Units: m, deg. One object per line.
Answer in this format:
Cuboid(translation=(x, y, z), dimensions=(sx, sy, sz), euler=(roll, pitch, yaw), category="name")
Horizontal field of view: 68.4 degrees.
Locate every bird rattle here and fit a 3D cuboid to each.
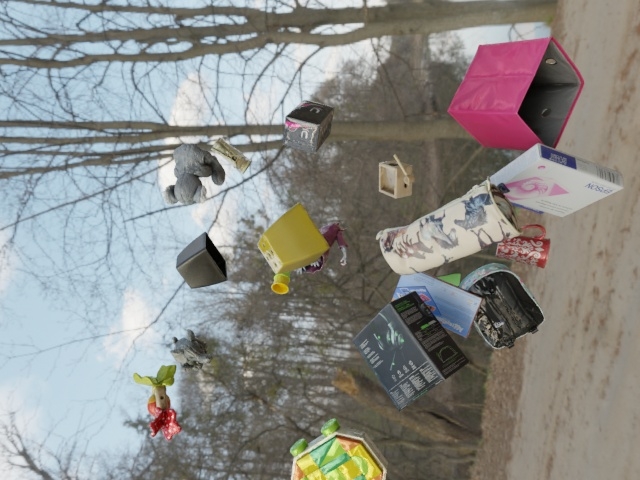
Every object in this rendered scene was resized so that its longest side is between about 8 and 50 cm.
Cuboid(translation=(-0.545, 0.563, 1.624), dimensions=(0.253, 0.143, 0.207), euler=(64, 149, 22), category="bird rattle")

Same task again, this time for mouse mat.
Cuboid(translation=(0.464, 0.170, 1.877), dimensions=(0.152, 0.190, 0.007), euler=(63, -162, -62), category="mouse mat")

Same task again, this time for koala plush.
Cuboid(translation=(-0.490, -0.228, 1.777), dimensions=(0.203, 0.196, 0.221), euler=(76, -160, -59), category="koala plush")

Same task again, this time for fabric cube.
Cuboid(translation=(0.620, -0.455, 1.499), dimensions=(0.254, 0.258, 0.259), euler=(26, -91, -36), category="fabric cube")

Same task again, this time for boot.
Cuboid(translation=(-0.383, -0.364, 2.013), dimensions=(0.077, 0.165, 0.213), euler=(-52, 24, 4), category="boot")

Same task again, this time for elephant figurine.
Cuboid(translation=(-0.562, 0.472, 2.048), dimensions=(0.239, 0.186, 0.169), euler=(114, 152, -62), category="elephant figurine")

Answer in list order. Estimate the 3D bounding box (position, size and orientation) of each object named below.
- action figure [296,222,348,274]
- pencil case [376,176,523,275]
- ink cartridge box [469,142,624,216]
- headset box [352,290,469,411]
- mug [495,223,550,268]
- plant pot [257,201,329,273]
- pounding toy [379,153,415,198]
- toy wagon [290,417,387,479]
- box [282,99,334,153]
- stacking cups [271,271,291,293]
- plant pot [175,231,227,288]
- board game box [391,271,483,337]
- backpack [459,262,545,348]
Cuboid(translation=(0.000, 0.000, 2.303), dimensions=(0.370, 0.248, 0.275), euler=(-48, -43, -40), category="action figure")
Cuboid(translation=(0.364, -0.027, 1.392), dimensions=(0.160, 0.410, 0.183), euler=(-29, -88, -55), category="pencil case")
Cuboid(translation=(0.719, -0.164, 1.532), dimensions=(0.330, 0.324, 0.071), euler=(133, 146, -60), category="ink cartridge box")
Cuboid(translation=(0.259, 0.329, 1.442), dimensions=(0.131, 0.283, 0.246), euler=(-17, -29, -40), category="headset box")
Cuboid(translation=(0.744, 0.014, 1.729), dimensions=(0.113, 0.169, 0.150), euler=(22, -101, -70), category="mug")
Cuboid(translation=(-0.122, 0.014, 1.836), dimensions=(0.212, 0.187, 0.212), euler=(56, 156, 7), category="plant pot")
Cuboid(translation=(0.334, -0.270, 1.926), dimensions=(0.206, 0.094, 0.181), euler=(36, 134, 56), category="pounding toy")
Cuboid(translation=(0.024, 0.687, 1.352), dimensions=(0.267, 0.344, 0.068), euler=(53, -166, 3), category="toy wagon")
Cuboid(translation=(-0.052, -0.534, 2.186), dimensions=(0.270, 0.165, 0.143), euler=(-63, -14, -54), category="box")
Cuboid(translation=(-0.193, 0.147, 2.632), dimensions=(0.096, 0.096, 0.316), euler=(81, -165, -44), category="stacking cups")
Cuboid(translation=(-0.535, 0.105, 2.096), dimensions=(0.188, 0.167, 0.187), euler=(61, -179, -29), category="plant pot")
Cuboid(translation=(0.391, 0.202, 1.600), dimensions=(0.027, 0.281, 0.145), euler=(2, -71, -60), category="board game box")
Cuboid(translation=(0.604, 0.207, 1.614), dimensions=(0.253, 0.225, 0.191), euler=(52, -167, -10), category="backpack")
